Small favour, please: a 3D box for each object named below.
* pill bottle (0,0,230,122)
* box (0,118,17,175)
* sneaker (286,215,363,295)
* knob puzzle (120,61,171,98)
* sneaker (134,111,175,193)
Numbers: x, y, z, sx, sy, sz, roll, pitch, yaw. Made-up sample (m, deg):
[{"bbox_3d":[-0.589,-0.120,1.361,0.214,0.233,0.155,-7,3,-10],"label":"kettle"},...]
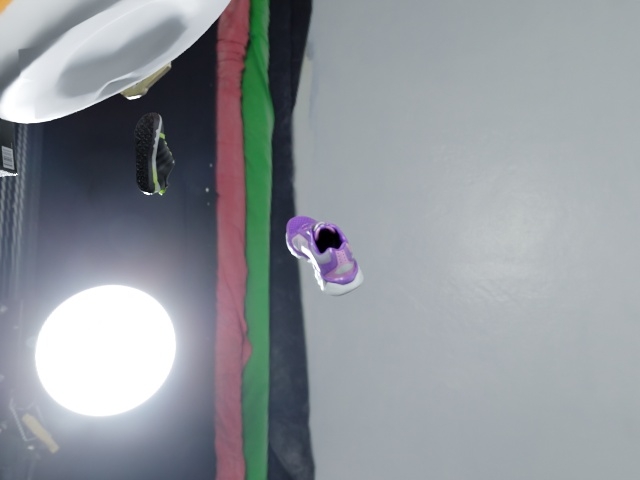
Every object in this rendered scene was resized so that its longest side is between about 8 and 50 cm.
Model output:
[{"bbox_3d":[-0.252,-0.307,0.356,0.392,0.224,0.224,57,-152,-12],"label":"pill bottle"},{"bbox_3d":[-0.773,-0.267,1.089,0.103,0.184,0.262,27,-123,-85],"label":"box"},{"bbox_3d":[0.000,0.000,0.977,0.236,0.095,0.105,47,157,50],"label":"sneaker"},{"bbox_3d":[-0.427,-0.420,1.244,0.030,0.213,0.213,28,-119,-49],"label":"knob puzzle"},{"bbox_3d":[-0.450,-0.239,1.404,0.097,0.084,0.235,-20,-48,-49],"label":"sneaker"}]
